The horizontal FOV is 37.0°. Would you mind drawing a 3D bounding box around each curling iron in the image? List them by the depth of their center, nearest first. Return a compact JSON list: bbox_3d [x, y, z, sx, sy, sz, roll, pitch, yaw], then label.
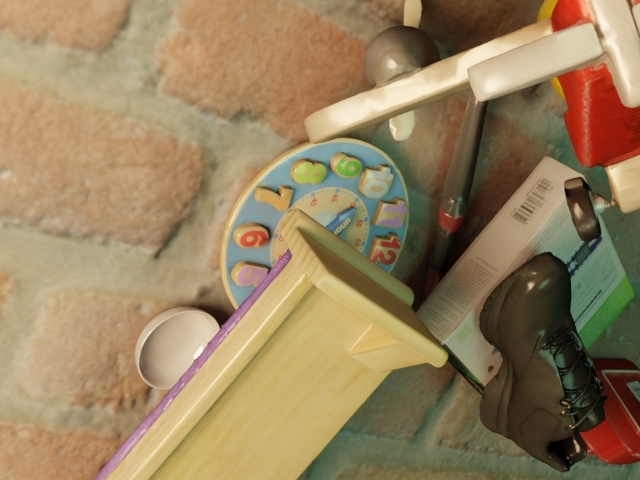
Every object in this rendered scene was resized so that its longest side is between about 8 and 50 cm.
[{"bbox_3d":[0.147,-0.036,1.005,0.068,0.035,0.273,-21,128,-32],"label":"curling iron"}]

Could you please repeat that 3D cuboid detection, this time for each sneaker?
[{"bbox_3d":[0.243,0.131,0.997,0.109,0.130,0.286,-33,137,-20],"label":"sneaker"}]

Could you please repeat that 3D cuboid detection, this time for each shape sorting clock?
[{"bbox_3d":[0.000,0.000,0.906,0.206,0.040,0.206,-19,126,-29],"label":"shape sorting clock"}]

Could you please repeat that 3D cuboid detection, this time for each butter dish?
[{"bbox_3d":[0.403,0.254,1.327,0.160,0.160,0.118,6,134,-40],"label":"butter dish"}]

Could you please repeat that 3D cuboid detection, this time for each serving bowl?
[{"bbox_3d":[-0.133,0.093,0.866,0.083,0.027,0.083,-19,127,-28],"label":"serving bowl"}]

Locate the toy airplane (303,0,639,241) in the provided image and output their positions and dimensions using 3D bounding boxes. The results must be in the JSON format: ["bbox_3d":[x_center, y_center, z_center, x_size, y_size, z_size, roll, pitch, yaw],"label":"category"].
[{"bbox_3d":[0.216,-0.179,0.755,0.386,0.272,0.384,-4,160,-25],"label":"toy airplane"}]

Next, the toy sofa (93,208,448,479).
[{"bbox_3d":[-0.077,0.153,0.845,0.150,0.177,0.362,35,101,-29],"label":"toy sofa"}]

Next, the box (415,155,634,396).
[{"bbox_3d":[0.248,0.076,1.111,0.232,0.058,0.322,-49,141,-4],"label":"box"}]
